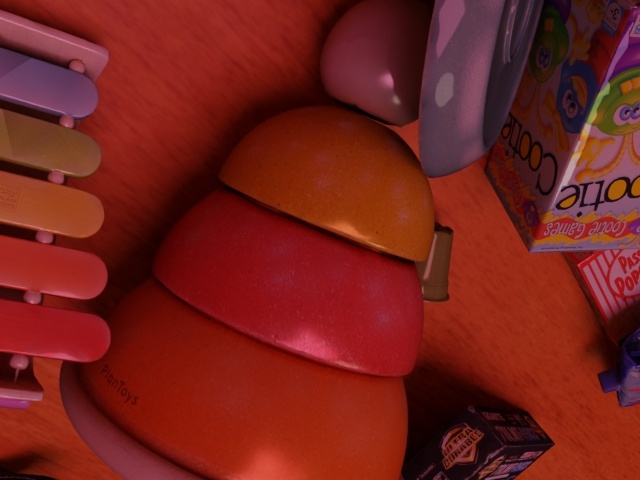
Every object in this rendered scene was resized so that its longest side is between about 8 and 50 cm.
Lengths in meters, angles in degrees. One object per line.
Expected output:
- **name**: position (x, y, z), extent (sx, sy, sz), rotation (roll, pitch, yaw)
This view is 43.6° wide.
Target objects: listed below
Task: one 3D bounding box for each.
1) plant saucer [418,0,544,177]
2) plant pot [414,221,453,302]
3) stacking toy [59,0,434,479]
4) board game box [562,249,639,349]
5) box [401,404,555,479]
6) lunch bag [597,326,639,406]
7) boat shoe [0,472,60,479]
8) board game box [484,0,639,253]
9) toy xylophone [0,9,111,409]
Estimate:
- **plant saucer**: position (0.151, -0.200, 0.658), extent (0.044, 0.317, 0.317), rotation (16, 123, 17)
- **plant pot**: position (0.118, 0.019, 0.914), extent (0.083, 0.083, 0.079), rotation (8, 106, -25)
- **stacking toy**: position (0.000, 0.000, 0.751), extent (0.351, 0.350, 0.480), rotation (20, 97, -30)
- **board game box**: position (0.414, 0.037, 1.048), extent (0.147, 0.045, 0.193), rotation (-36, 126, 5)
- **box**: position (0.156, 0.341, 1.061), extent (0.293, 0.073, 0.295), rotation (-47, 153, 11)
- **lunch bag**: position (0.517, 0.137, 1.081), extent (0.293, 0.138, 0.221), rotation (-21, 153, 7)
- **boat shoe**: position (-0.447, 0.314, 0.860), extent (0.340, 0.127, 0.113), rotation (-11, 137, -2)
- **board game box**: position (0.285, -0.135, 0.795), extent (0.142, 0.144, 0.275), rotation (-3, 132, -13)
- **toy xylophone**: position (-0.288, -0.029, 0.638), extent (0.236, 0.081, 0.322), rotation (5, 78, -31)
